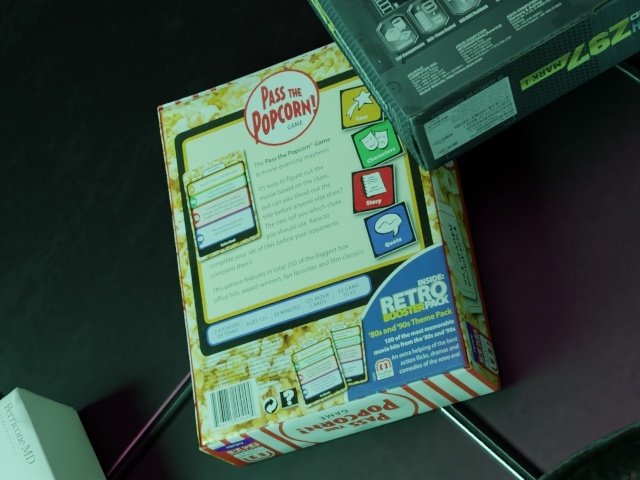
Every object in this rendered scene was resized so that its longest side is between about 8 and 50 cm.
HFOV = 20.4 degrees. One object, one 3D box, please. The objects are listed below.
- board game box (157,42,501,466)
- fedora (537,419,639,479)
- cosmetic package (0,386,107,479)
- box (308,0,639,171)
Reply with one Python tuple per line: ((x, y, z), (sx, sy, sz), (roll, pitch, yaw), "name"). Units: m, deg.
((0.000, 0.000, 0.893), (0.147, 0.045, 0.193), (-18, 64, 20), "board game box")
((0.139, 0.206, 0.676), (0.334, 0.152, 0.334), (-10, 65, 23), "fedora")
((-0.129, 0.198, 0.876), (0.099, 0.060, 0.239), (-36, 60, 10), "cosmetic package")
((0.102, -0.166, 0.868), (0.233, 0.059, 0.183), (-30, 61, -2), "box")
